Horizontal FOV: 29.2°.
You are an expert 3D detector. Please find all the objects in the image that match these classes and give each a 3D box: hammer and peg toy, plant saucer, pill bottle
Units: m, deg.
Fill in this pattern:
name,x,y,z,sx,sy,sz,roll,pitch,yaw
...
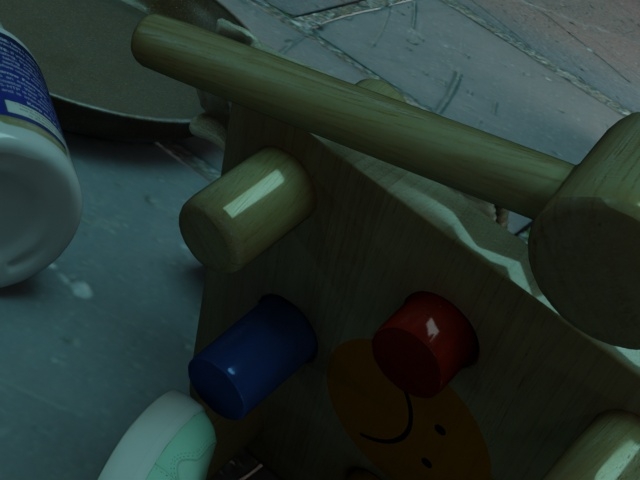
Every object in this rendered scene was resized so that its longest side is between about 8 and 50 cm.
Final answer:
name,x,y,z,sx,sy,sz,roll,pitch,yaw
hammer and peg toy,0.049,0.039,0.538,0.266,0.361,0.127,37,53,20
plant saucer,-0.192,-0.165,0.975,0.311,0.050,0.310,20,29,-12
pill bottle,-0.215,-0.068,0.738,0.112,0.112,0.186,8,35,-30

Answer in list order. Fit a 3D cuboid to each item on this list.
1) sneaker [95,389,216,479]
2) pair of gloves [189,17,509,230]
name,x,y,z,sx,sy,sz,roll,pitch,yaw
sneaker,-0.042,0.179,0.497,0.151,0.094,0.256,18,40,-3
pair of gloves,0.000,0.000,0.700,0.204,0.240,0.042,37,58,19
